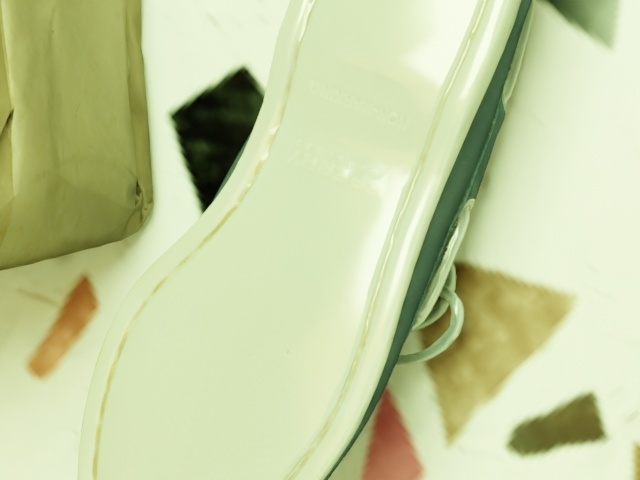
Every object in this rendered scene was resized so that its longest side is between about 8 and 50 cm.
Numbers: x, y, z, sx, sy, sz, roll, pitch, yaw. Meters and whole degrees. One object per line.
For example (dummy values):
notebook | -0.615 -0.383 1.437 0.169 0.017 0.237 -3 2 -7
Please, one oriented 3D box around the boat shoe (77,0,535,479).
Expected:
boat shoe | 0.000 0.000 0.649 0.095 0.079 0.254 22 94 21

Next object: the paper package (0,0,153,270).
paper package | -0.236 -0.130 0.690 0.325 0.168 0.309 -4 88 19
